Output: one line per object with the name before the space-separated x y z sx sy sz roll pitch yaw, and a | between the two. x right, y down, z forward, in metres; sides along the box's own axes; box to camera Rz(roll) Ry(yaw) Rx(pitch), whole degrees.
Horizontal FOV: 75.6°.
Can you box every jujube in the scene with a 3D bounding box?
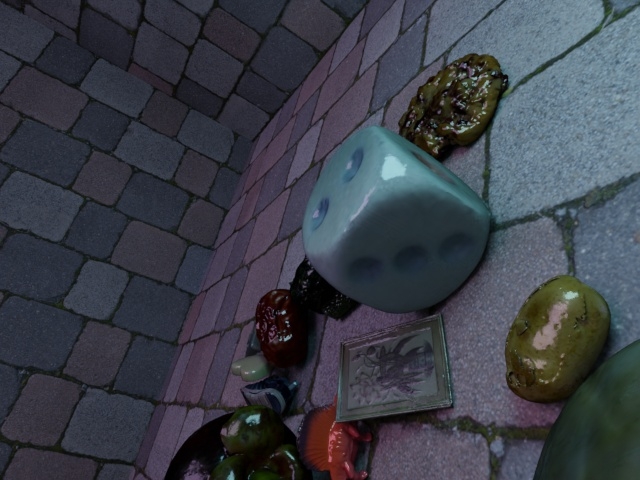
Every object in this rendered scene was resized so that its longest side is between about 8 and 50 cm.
jujube | -0.106 0.244 1.167 0.155 0.155 0.230 -53 27 24

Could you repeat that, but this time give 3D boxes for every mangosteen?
mangosteen | -0.159 0.491 0.811 0.330 0.330 0.330 -46 29 35

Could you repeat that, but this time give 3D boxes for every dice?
dice | 0.135 -0.040 0.800 0.262 0.268 0.264 -53 26 23

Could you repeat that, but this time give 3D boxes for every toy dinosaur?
toy dinosaur | 0.015 0.407 0.753 0.070 0.139 0.286 -34 37 50

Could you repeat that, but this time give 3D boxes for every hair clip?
hair clip | -0.169 0.362 1.192 0.218 0.159 0.071 76 -177 -85

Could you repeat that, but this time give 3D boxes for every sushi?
sushi | 0.010 0.089 1.109 0.225 0.127 0.124 -54 25 17

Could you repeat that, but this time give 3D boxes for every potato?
potato | 0.296 0.128 0.531 0.170 0.080 0.107 -60 36 6

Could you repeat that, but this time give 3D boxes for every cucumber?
cucumber | 0.079 0.129 1.017 0.187 0.058 0.058 -48 28 29

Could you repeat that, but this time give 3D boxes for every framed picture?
framed picture | 0.126 0.239 0.765 0.231 0.010 0.173 -24 41 29

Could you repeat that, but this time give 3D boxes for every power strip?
power strip | -0.207 0.313 1.416 0.215 0.061 0.145 -77 14 -47

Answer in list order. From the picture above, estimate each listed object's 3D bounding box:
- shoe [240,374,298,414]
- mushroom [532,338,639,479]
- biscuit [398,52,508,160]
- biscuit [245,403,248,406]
shoe | -0.143 0.423 1.136 0.207 0.091 0.106 -24 4 45
mushroom | 0.281 0.202 0.242 0.352 0.260 0.352 -48 -27 -35
biscuit | 0.293 -0.323 1.004 0.289 0.081 0.334 -60 22 6
biscuit | -0.189 0.552 1.166 0.160 0.030 0.250 -63 23 -1
